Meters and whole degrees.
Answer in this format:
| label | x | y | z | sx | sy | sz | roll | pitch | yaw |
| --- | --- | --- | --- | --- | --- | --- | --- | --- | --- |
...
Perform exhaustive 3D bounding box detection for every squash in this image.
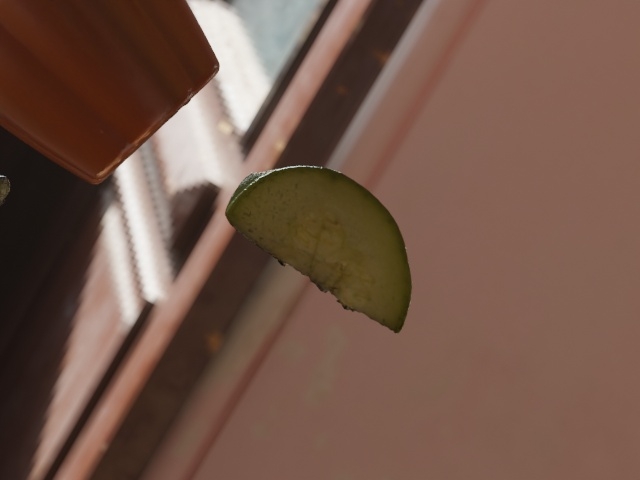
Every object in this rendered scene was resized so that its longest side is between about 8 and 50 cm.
| label | x | y | z | sx | sy | sz | roll | pitch | yaw |
| --- | --- | --- | --- | --- | --- | --- | --- | --- | --- |
| squash | 0.000 | 0.000 | 2.303 | 0.237 | 0.155 | 0.204 | 36 | 56 | -8 |

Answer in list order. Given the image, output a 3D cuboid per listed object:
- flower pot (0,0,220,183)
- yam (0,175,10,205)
| label | x | y | z | sx | sy | sz | roll | pitch | yaw |
| --- | --- | --- | --- | --- | --- | --- | --- | --- | --- |
| flower pot | -0.175 | -0.140 | 1.414 | 0.173 | 0.191 | 0.190 | 49 | 14 | -4 |
| yam | -0.339 | -0.064 | 1.875 | 0.129 | 0.033 | 0.027 | 24 | -5 | 46 |
